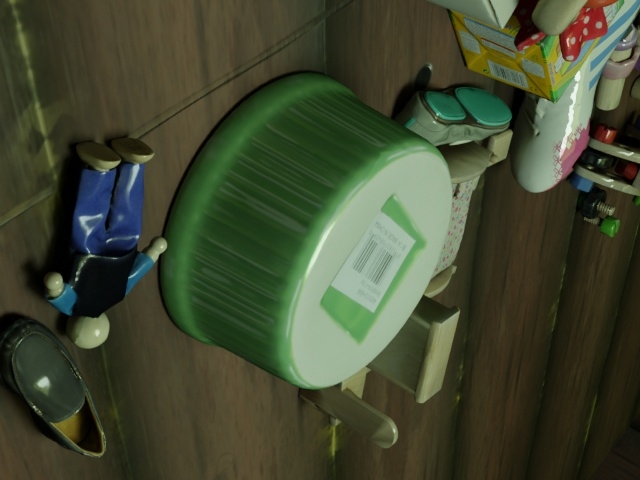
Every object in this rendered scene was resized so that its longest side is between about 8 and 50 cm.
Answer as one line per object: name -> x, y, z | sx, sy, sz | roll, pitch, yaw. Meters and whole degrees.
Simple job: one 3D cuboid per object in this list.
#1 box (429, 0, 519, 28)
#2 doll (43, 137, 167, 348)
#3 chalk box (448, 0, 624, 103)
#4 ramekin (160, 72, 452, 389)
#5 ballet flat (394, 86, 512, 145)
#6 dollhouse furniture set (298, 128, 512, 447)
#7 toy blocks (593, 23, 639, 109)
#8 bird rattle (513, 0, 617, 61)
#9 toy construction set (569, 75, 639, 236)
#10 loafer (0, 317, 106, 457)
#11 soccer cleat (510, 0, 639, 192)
box -> 0.156, -0.345, 1.009 | 0.232, 0.148, 0.127 | -59, 152, -3
doll -> -0.180, 0.010, 0.897 | 0.129, 0.046, 0.189 | -16, 128, -51
chalk box -> 0.268, -0.296, 1.249 | 0.213, 0.132, 0.132 | -56, 151, -11
ramekin -> 0.000, 0.000, 1.067 | 0.303, 0.148, 0.303 | -38, 144, -35
ballet flat -> 0.156, -0.146, 1.289 | 0.068, 0.072, 0.213 | -44, 160, 30
dollhouse furniture set -> 0.165, 0.058, 1.354 | 0.355, 0.174, 0.303 | -27, 137, -44
toy blocks -> 0.603, -0.318, 1.596 | 0.309, 0.288, 0.260 | -44, 152, -22
bird rattle -> 0.261, -0.272, 1.025 | 0.253, 0.143, 0.207 | -42, 179, 37
toy construction set -> 0.593, -0.142, 1.786 | 0.309, 0.237, 0.257 | -61, 151, 0
loafer -> -0.225, 0.128, 0.914 | 0.062, 0.061, 0.170 | -47, 147, -21
soccer cleat -> 0.316, -0.230, 1.427 | 0.143, 0.116, 0.331 | 14, 101, -44
